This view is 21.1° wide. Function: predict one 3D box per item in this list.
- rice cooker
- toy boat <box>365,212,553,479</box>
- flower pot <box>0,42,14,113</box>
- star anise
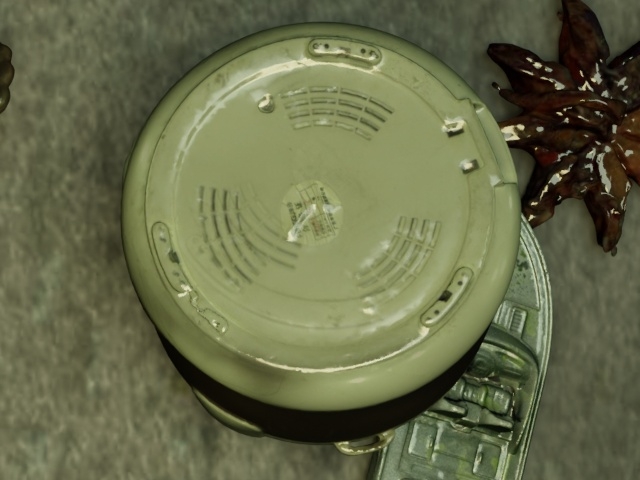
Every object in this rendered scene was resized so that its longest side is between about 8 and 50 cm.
[{"bbox_3d":[0.000,0.000,1.437,0.335,0.325,0.335,0,77,1],"label":"rice cooker"},{"bbox_3d":[0.141,0.121,1.593,0.141,0.092,0.320,18,79,-16],"label":"toy boat"},{"bbox_3d":[-0.395,-0.142,1.348,0.301,0.302,0.213,20,94,-16],"label":"flower pot"},{"bbox_3d":[0.271,-0.118,1.652,0.272,0.102,0.272,2,85,-21],"label":"star anise"}]
